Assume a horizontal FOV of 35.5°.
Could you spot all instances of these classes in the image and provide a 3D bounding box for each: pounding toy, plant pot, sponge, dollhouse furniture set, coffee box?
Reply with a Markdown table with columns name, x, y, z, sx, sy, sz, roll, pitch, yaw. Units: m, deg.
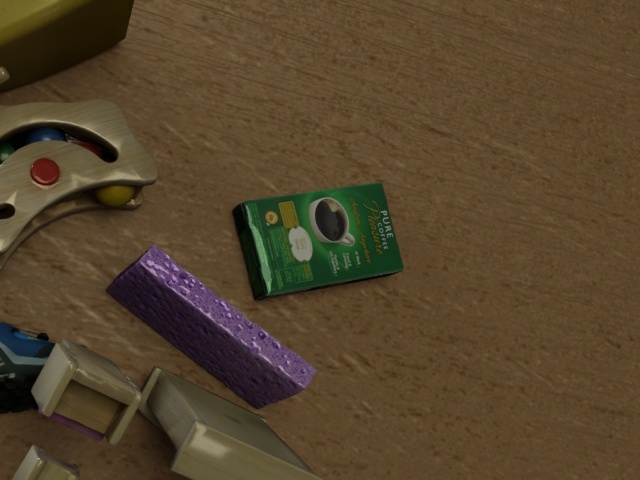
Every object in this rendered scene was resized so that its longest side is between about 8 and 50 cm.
| name | x | y | z | sx | sy | sz | roll | pitch | yaw |
| --- | --- | --- | --- | --- | --- | --- | --- | --- | --- |
| pounding toy | -0.287 | -0.064 | 0.961 | 0.269 | 0.155 | 0.154 | -8 | 73 | -28 |
| plant pot | -0.325 | -0.261 | 0.988 | 0.187 | 0.212 | 0.212 | -41 | 94 | -17 |
| sponge | -0.114 | 0.092 | 1.019 | 0.210 | 0.117 | 0.031 | 39 | 59 | -10 |
| dollhouse furniture set | -0.190 | 0.280 | 0.920 | 0.286 | 0.198 | 0.303 | 30 | 86 | -21 |
| coffee box | 0.000 | 0.000 | 1.147 | 0.184 | 0.040 | 0.113 | -11 | 80 | -28 |

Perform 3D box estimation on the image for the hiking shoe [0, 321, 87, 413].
| name | x | y | z | sx | sy | sz | roll | pitch | yaw |
| --- | --- | --- | --- | --- | --- | --- | --- | --- | --- |
| hiking shoe | -0.351 | 0.078 | 0.913 | 0.304 | 0.113 | 0.132 | 12 | 58 | -30 |
